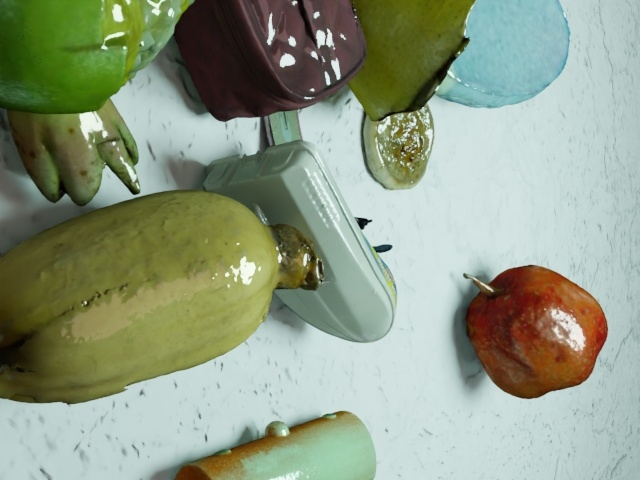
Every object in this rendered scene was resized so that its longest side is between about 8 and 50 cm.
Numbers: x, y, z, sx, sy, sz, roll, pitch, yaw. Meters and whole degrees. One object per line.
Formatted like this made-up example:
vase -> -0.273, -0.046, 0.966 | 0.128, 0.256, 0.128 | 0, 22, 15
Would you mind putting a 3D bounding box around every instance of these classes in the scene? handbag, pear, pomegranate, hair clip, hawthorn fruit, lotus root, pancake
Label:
handbag -> -0.059, -0.226, 0.606 | 0.146, 0.135, 0.225 | -39, 117, -39
pear -> 0.070, -0.280, 0.738 | 0.178, 0.267, 0.267 | 28, 68, -11
pomegranate -> -0.186, -0.158, 0.442 | 0.236, 0.236, 0.302 | -40, 155, -40
hair clip -> -0.039, -0.148, 0.729 | 0.054, 0.022, 0.137 | -10, 97, -48
hawthorn fruit -> 0.317, 0.121, 1.055 | 0.243, 0.207, 0.207 | 42, 59, -12
lotus root -> -0.142, 0.040, 0.537 | 0.303, 0.131, 0.146 | -17, 136, -33
pancake -> 0.110, -0.140, 0.900 | 0.152, 0.025, 0.151 | -4, 95, -47

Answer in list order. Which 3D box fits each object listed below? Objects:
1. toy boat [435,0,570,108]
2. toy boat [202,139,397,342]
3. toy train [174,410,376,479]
toy boat -> 0.235, -0.302, 0.990 | 0.330, 0.123, 0.215 | -13, 95, -37
toy boat -> -0.004, 0.001, 0.706 | 0.269, 0.141, 0.140 | 49, 58, -42
toy train -> -0.037, 0.283, 0.711 | 0.285, 0.116, 0.177 | -2, 83, -48
